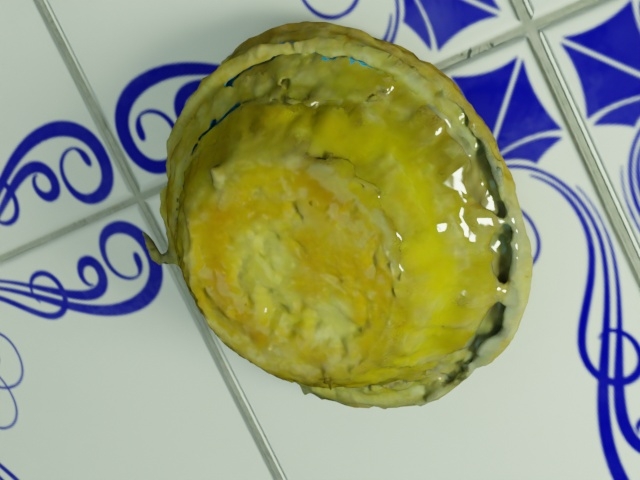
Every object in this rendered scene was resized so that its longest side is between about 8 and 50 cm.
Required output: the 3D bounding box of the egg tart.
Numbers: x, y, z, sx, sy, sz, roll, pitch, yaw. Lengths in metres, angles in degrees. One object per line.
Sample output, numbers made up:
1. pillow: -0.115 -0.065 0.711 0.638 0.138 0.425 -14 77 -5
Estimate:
1. egg tart: 0.000 0.000 1.263 0.388 0.169 0.388 12 117 24
